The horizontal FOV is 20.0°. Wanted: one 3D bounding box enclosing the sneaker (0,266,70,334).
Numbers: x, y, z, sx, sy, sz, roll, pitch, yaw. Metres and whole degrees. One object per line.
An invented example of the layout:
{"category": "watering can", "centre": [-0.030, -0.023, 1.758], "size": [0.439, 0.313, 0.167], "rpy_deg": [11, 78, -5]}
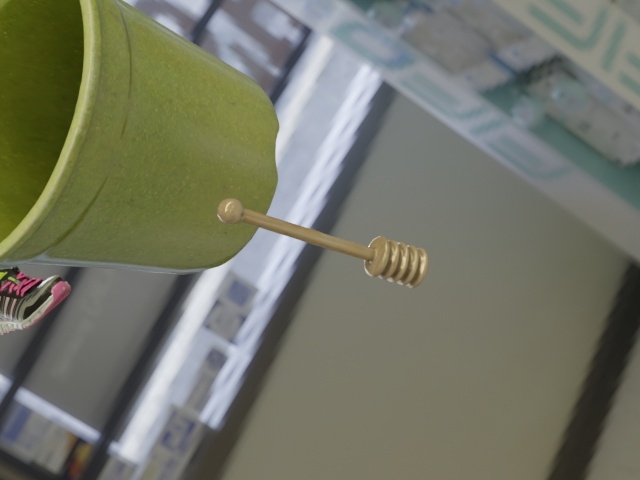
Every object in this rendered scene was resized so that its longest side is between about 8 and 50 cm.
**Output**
{"category": "sneaker", "centre": [-0.359, 0.062, 2.144], "size": [0.063, 0.075, 0.170], "rpy_deg": [-42, 13, -34]}

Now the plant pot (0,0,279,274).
{"category": "plant pot", "centre": [-0.178, -0.082, 1.450], "size": [0.276, 0.254, 0.276], "rpy_deg": [-14, 68, 40]}

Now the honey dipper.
{"category": "honey dipper", "centre": [0.000, 0.000, 1.252], "size": [0.030, 0.161, 0.030], "rpy_deg": [-42, 40, 49]}
